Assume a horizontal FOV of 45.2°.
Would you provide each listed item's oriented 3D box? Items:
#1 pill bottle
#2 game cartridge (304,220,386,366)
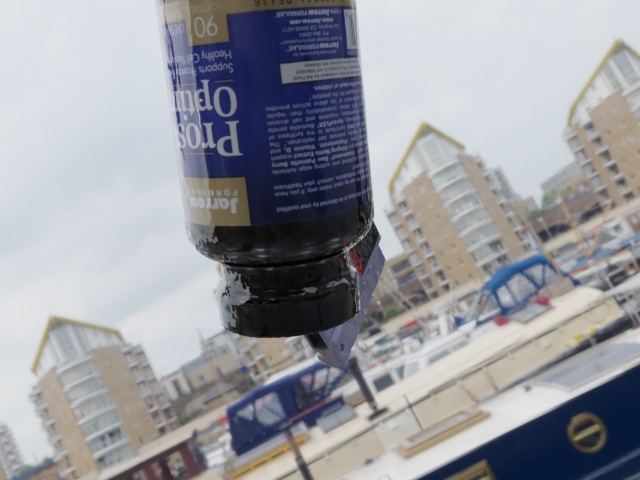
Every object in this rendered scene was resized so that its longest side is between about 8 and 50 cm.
[{"bbox_3d":[-0.030,-0.057,0.484,0.123,0.219,0.123,-6,12,1],"label":"pill bottle"},{"bbox_3d":[0.000,0.000,1.150,0.068,0.355,0.230,7,54,32],"label":"game cartridge"}]
